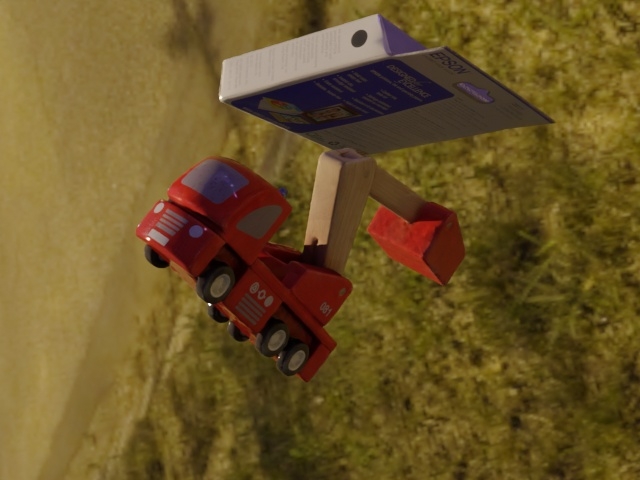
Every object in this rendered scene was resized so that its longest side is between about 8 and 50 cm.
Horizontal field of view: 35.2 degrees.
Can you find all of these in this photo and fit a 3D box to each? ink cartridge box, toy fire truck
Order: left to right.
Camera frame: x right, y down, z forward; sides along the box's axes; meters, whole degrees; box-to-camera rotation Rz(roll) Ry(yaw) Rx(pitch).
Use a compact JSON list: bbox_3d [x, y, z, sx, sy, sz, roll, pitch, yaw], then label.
[{"bbox_3d":[0.000,0.000,0.533,0.047,0.135,0.192,30,166,37],"label":"toy fire truck"},{"bbox_3d":[0.060,-0.124,0.837,0.208,0.206,0.045,-6,77,33],"label":"ink cartridge box"}]
